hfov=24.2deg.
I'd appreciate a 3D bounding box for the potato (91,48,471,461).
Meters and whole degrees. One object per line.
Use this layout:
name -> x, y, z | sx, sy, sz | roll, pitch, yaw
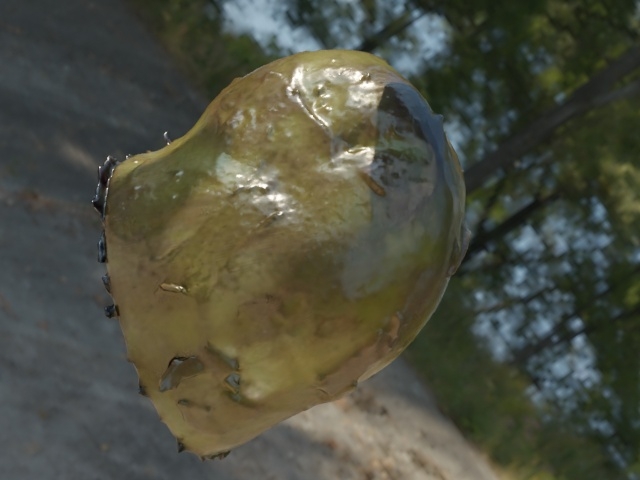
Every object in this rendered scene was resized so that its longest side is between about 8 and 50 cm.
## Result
potato -> 0.000, 0.000, 1.163 | 0.301, 0.237, 0.288 | -29, 103, -63
